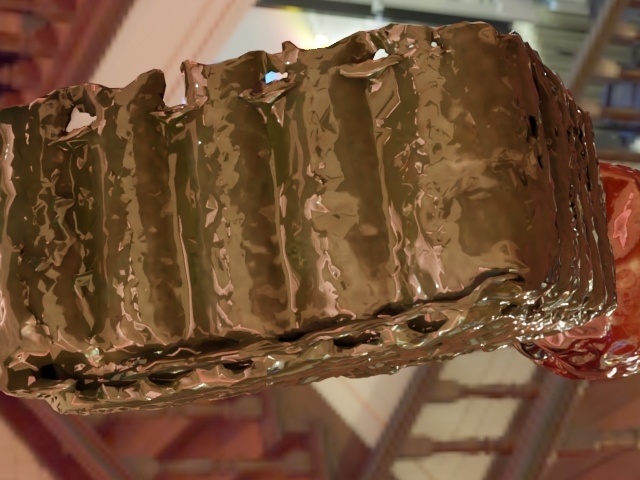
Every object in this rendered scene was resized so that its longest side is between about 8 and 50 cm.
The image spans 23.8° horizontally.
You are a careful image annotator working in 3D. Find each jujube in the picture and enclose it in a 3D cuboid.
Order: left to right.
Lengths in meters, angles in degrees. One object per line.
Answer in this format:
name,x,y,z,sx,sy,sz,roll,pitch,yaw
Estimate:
jujube,0.210,0.038,1.187,0.236,0.168,0.168,90,169,-62

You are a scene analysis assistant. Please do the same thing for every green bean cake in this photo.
green bean cake,0.000,0.000,0.673,0.255,0.241,0.132,21,-121,-72
